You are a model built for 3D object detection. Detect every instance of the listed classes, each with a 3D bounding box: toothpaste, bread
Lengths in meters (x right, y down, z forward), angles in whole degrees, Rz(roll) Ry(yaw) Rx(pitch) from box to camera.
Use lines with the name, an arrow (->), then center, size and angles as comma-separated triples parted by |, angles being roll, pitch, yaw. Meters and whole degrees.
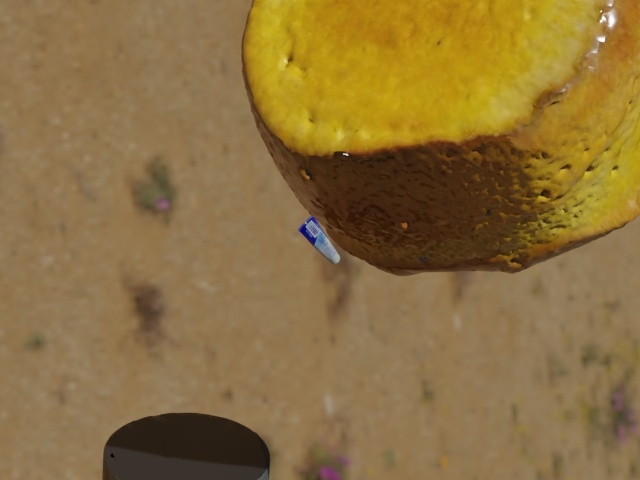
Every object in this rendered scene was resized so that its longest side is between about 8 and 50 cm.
toothpaste -> 0.000, 0.000, 2.067 | 0.024, 0.015, 0.083 | -48, 141, -6
bread -> 0.097, -0.130, 1.215 | 0.172, 0.312, 0.312 | 44, 42, -58

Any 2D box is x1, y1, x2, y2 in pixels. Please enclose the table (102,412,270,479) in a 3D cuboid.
table -> -0.106, 0.187, 1.473 | 0.133, 0.133, 0.043 | -57, 154, -63
